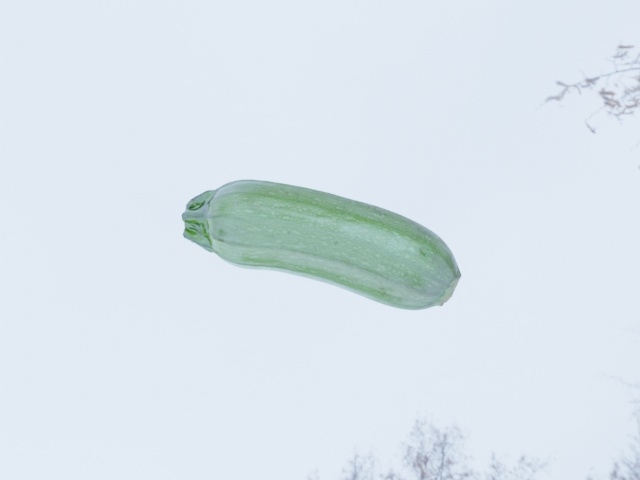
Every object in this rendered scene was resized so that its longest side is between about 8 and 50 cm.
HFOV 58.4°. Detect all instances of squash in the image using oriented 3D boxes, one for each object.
[{"bbox_3d":[0.000,0.000,0.445,0.219,0.068,0.078,12,-99,5],"label":"squash"}]
